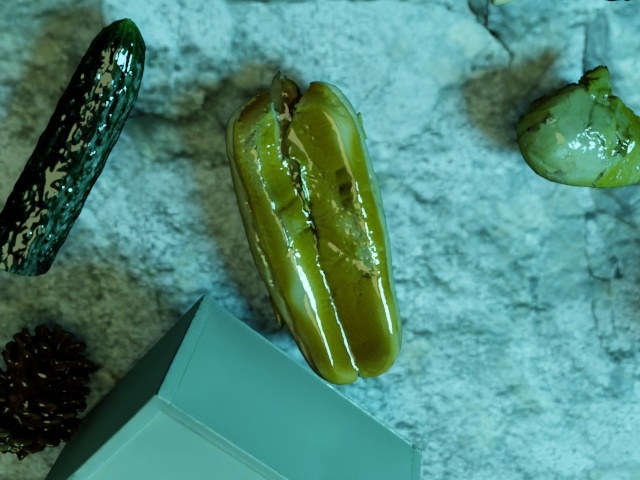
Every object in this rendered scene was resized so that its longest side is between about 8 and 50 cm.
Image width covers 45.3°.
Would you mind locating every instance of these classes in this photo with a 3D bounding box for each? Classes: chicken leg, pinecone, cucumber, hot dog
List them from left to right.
[{"bbox_3d":[-0.236,0.125,0.638,0.102,0.102,0.109,39,77,-13],"label":"pinecone"},{"bbox_3d":[-0.189,-0.071,0.582,0.052,0.058,0.214,37,105,22],"label":"cucumber"},{"bbox_3d":[0.000,0.000,0.604,0.109,0.072,0.269,-13,108,5],"label":"hot dog"},{"bbox_3d":[0.233,-0.078,0.588,0.178,0.070,0.093,13,103,-13],"label":"chicken leg"}]

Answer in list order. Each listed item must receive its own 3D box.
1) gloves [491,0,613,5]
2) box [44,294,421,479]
[{"bbox_3d":[0.173,-0.229,0.507,0.204,0.124,0.164,9,80,21],"label":"gloves"},{"bbox_3d":[-0.076,0.197,0.619,0.225,0.117,0.225,38,122,-14],"label":"box"}]
